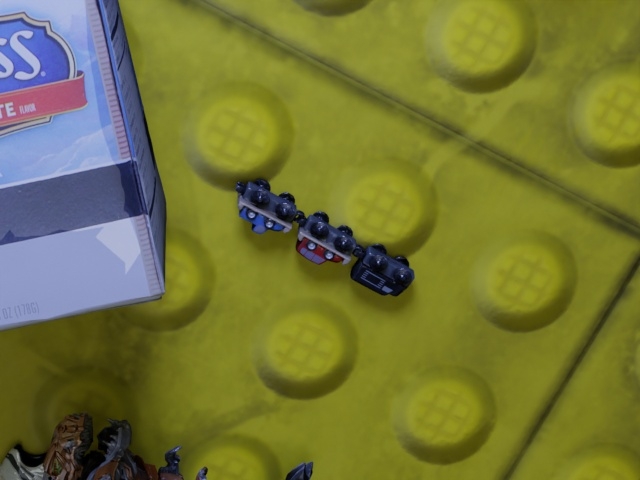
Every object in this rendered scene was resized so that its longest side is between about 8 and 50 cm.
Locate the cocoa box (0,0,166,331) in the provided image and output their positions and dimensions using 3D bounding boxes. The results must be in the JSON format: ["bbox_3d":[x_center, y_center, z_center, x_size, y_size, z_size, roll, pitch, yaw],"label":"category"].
[{"bbox_3d":[-0.294,-0.065,1.202,0.347,0.231,0.228,-12,108,-2],"label":"cocoa box"}]

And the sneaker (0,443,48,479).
[{"bbox_3d":[-0.212,0.187,1.397,0.083,0.032,0.037,21,105,-12],"label":"sneaker"}]

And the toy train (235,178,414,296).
[{"bbox_3d":[0.000,0.000,1.362,0.158,0.027,0.036,29,114,-14],"label":"toy train"}]

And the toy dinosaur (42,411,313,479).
[{"bbox_3d":[-0.114,0.257,1.391,0.218,0.164,0.322,-5,147,11],"label":"toy dinosaur"}]
